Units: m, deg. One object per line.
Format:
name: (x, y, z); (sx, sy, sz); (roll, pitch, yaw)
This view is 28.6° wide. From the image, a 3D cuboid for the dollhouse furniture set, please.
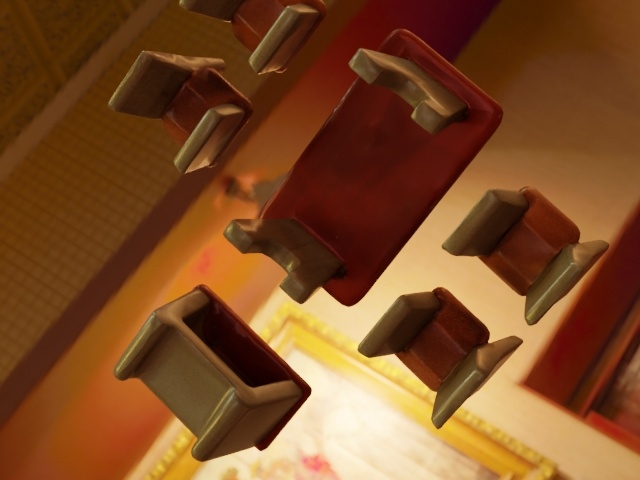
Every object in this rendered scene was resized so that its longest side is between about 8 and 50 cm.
dollhouse furniture set: (0.000, 0.000, 0.740); (0.259, 0.262, 0.135); (-52, -14, 20)
